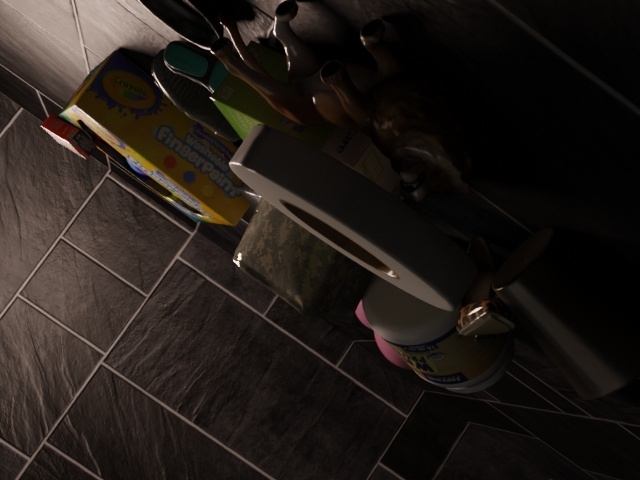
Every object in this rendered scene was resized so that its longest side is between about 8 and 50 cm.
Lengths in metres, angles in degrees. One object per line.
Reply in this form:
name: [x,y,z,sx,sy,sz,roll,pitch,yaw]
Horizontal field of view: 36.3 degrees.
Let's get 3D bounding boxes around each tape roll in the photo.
tape roll: [0.045,-0.030,1.404,0.392,0.072,0.392,33,176,3]

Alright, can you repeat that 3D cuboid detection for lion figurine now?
lion figurine: [0.030,-0.193,1.320,0.392,0.142,0.240,33,169,43]

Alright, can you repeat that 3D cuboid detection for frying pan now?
frying pan: [-0.266,-0.387,1.556,0.326,0.053,0.197,27,167,45]

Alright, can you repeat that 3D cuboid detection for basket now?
basket: [0.384,0.101,1.468,0.227,0.154,0.204,43,130,-7]

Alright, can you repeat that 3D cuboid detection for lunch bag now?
lunch bag: [-0.026,-0.009,1.872,0.169,0.235,0.287,14,-166,-47]

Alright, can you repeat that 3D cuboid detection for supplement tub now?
supplement tub: [0.242,0.154,1.920,0.228,0.228,0.316,25,166,40]

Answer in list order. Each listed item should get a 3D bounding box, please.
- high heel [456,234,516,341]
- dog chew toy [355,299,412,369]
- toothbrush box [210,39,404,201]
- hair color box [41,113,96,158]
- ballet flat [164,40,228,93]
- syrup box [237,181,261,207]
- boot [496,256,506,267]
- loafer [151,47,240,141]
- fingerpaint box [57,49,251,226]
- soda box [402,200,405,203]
high heel: [0.262,0.063,1.594,0.093,0.186,0.261,-5,168,6]
dog chew toy: [0.167,0.135,2.175,0.332,0.206,0.206,47,166,-20]
toothbrush box: [-0.002,-0.168,1.532,0.283,0.122,0.206,28,168,27]
hair color box: [-0.608,-0.252,2.357,0.141,0.043,0.072,27,165,42]
ballet flat: [-0.181,-0.294,1.710,0.213,0.072,0.068,30,-164,24]
syrup box: [-0.065,-0.099,2.089,0.237,0.096,0.093,22,162,51]
boot: [0.348,0.074,1.728,0.084,0.059,0.158,35,178,-21]
loafer: [-0.243,-0.273,1.864,0.087,0.094,0.251,18,161,43]
fingerpaint box: [-0.378,-0.224,2.300,0.445,0.163,0.371,38,169,-19]
soda box: [0.101,-0.102,1.669,0.053,0.060,0.169,34,171,-22]
